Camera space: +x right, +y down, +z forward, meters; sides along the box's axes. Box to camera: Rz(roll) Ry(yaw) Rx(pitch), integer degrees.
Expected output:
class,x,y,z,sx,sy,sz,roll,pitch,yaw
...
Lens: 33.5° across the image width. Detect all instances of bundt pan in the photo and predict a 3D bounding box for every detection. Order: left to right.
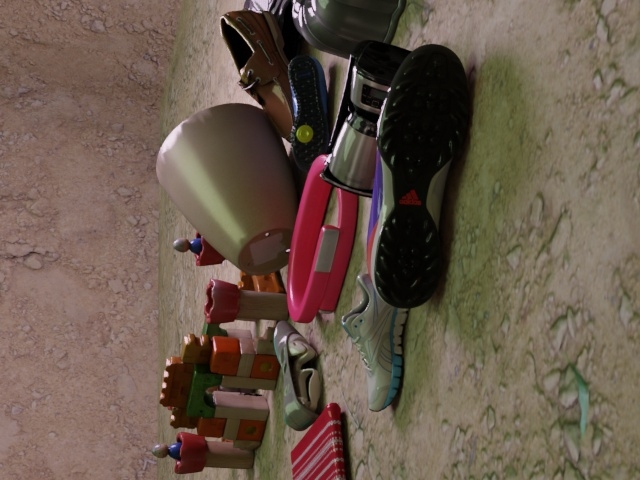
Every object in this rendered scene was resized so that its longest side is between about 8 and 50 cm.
class,x,y,z,sx,sy,sz,roll,pitch,yaw
bundt pan,0.037,-0.438,1.638,0.331,0.124,0.330,-175,90,-75

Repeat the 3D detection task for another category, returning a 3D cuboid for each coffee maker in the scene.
class,x,y,z,sx,sy,sz,roll,pitch,yaw
coffee maker,0.070,-0.173,1.427,0.171,0.120,0.178,-106,27,-54

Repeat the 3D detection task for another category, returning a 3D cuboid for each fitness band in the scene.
class,x,y,z,sx,sy,sz,roll,pitch,yaw
fitness band,0.000,0.000,1.753,0.209,0.054,0.290,-105,26,-58

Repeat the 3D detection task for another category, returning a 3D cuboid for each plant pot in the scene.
class,x,y,z,sx,sy,sz,roll,pitch,yaw
plant pot,-0.147,-0.073,1.998,0.274,0.257,0.256,61,146,37

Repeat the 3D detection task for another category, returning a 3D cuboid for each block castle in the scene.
class,x,y,z,sx,sy,sz,roll,pitch,yaw
block castle,-0.223,0.228,2.157,0.303,0.213,0.453,-111,31,-58

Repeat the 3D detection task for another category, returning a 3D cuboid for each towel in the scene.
class,x,y,z,sx,sy,sz,roll,pitch,yaw
towel,0.006,0.406,1.614,0.199,0.031,0.274,120,150,-52

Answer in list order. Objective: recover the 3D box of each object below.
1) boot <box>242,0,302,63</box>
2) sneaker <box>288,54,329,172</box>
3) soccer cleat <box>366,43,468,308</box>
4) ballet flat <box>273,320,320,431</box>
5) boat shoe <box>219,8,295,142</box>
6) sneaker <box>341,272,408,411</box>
class,x,y,z,sx,sy,sz,roll,pitch,yaw
boot,-0.071,-0.517,2.126,0.222,0.118,0.338,-122,33,-55
sneaker,-0.013,-0.222,1.873,0.082,0.069,0.209,9,-104,-73
soccer cleat,0.107,-0.081,1.300,0.116,0.109,0.318,-135,50,-75
ballet flat,-0.031,0.216,1.777,0.068,0.072,0.213,-37,44,32
boat shoe,-0.110,-0.306,2.013,0.110,0.104,0.307,-54,51,44
sneaker,0.065,0.131,1.404,0.071,0.083,0.190,-175,89,-73
